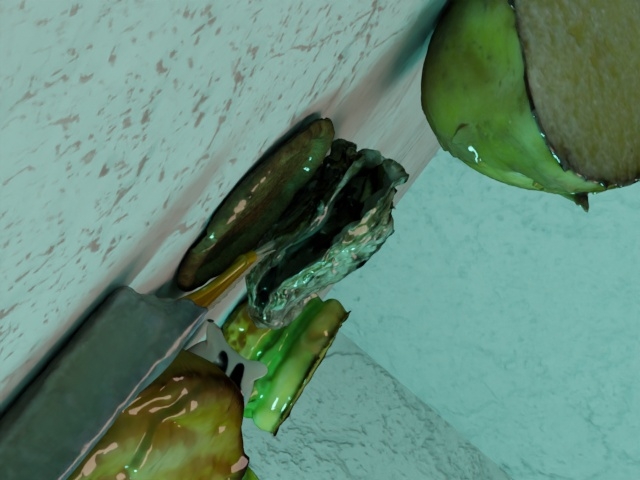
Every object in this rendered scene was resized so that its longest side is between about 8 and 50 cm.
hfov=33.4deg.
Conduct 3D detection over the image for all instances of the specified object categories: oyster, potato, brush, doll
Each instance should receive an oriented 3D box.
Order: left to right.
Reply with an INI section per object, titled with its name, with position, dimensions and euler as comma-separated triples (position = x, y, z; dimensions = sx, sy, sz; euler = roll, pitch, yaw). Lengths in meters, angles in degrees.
[brush]
position = -0.123, 0.057, 0.899
dimensions = 0.103, 0.013, 0.272
euler = -44, 173, 23
[doll]
position = -0.158, 0.202, 1.306
dimensions = 0.180, 0.110, 0.107
euler = -48, -164, 15
[oyster]
position = 0.000, 0.000, 1.110
dimensions = 0.198, 0.112, 0.268
euler = -52, -177, -17
[potato]
position = 0.212, -0.169, 1.139
dimensions = 0.289, 0.300, 0.237
euler = -14, 180, -41

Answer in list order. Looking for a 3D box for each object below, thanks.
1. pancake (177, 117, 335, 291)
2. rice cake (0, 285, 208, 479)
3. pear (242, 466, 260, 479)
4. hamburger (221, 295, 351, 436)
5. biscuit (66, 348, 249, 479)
[pancake]
position = -0.055, -0.031, 0.935
dimensions = 0.199, 0.021, 0.199
euler = -48, 174, -7
[rice cake]
position = -0.229, 0.180, 0.719
dimensions = 0.399, 0.064, 0.070
euler = -49, -179, -10
[pear]
position = -0.177, 0.315, 1.162
dimensions = 0.164, 0.255, 0.238
euler = -48, 180, -41
[hamburger]
position = -0.072, 0.156, 1.528
dimensions = 0.237, 0.149, 0.237
euler = -58, 177, -5
[biscuit]
position = -0.181, 0.223, 0.919
dimensions = 0.296, 0.102, 0.296
euler = -43, 148, -36
